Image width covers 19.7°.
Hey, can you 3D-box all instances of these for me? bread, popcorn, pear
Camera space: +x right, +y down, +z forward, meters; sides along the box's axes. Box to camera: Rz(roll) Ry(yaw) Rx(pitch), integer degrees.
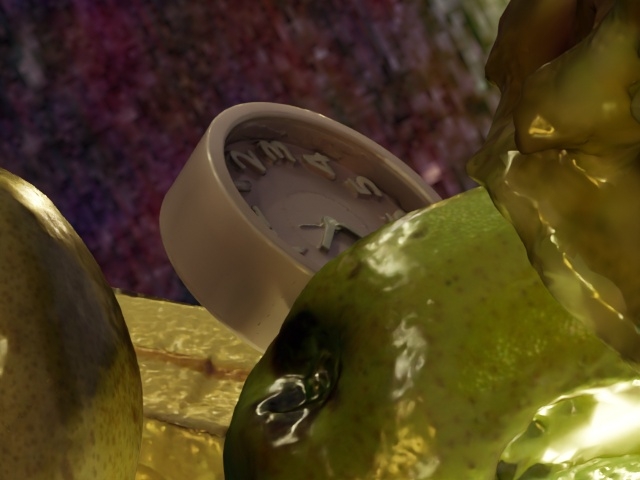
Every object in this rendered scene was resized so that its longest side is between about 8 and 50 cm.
[{"bbox_3d":[-0.118,0.083,1.330,0.178,0.135,0.240,45,17,-8],"label":"bread"},{"bbox_3d":[0.205,-0.052,0.740,0.237,0.293,0.293,36,26,-26],"label":"popcorn"},{"bbox_3d":[0.081,0.085,0.984,0.255,0.238,0.164,-6,42,-30],"label":"pear"},{"bbox_3d":[-0.174,0.070,0.811,0.211,0.188,0.228,94,-26,-77],"label":"pear"}]

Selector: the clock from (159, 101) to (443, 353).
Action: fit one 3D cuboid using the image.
[{"bbox_3d":[0.000,0.000,1.161,0.197,0.068,0.197,25,31,-16],"label":"clock"}]
